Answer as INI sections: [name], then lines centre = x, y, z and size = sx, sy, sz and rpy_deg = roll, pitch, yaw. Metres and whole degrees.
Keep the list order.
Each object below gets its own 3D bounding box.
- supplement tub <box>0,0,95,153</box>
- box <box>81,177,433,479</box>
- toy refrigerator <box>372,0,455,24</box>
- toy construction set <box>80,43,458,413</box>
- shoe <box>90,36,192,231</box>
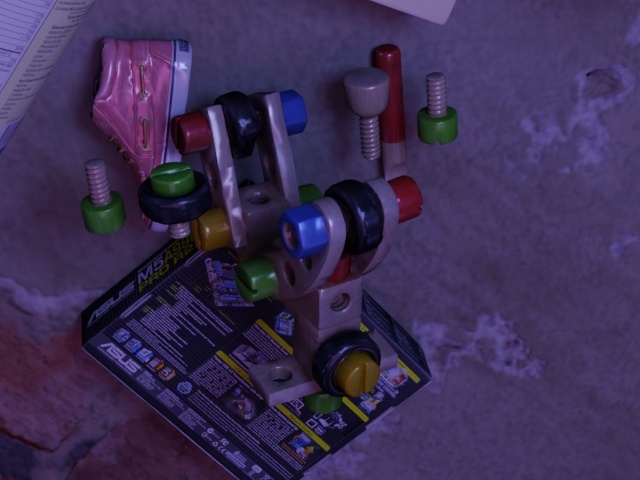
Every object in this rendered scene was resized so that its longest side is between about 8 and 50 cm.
[supplement tub]
centre = -0.281, -0.225, 1.246
size = 0.235, 0.235, 0.325
rpy_deg = 27, 112, -22
[box]
centre = -0.059, 0.102, 1.574
size = 0.216, 0.060, 0.270
rpy_deg = -39, 118, 13
[toy refrigerator]
centre = -0.010, -0.274, 1.346
size = 0.270, 0.094, 0.102
rpy_deg = 16, 109, -18
[toy construction set]
centre = 0.000, 0.000, 1.411
size = 0.257, 0.309, 0.237
rpy_deg = 17, 128, 32
[shoe]
centre = -0.162, -0.093, 1.445
size = 0.081, 0.063, 0.178
rpy_deg = 4, 114, -10
